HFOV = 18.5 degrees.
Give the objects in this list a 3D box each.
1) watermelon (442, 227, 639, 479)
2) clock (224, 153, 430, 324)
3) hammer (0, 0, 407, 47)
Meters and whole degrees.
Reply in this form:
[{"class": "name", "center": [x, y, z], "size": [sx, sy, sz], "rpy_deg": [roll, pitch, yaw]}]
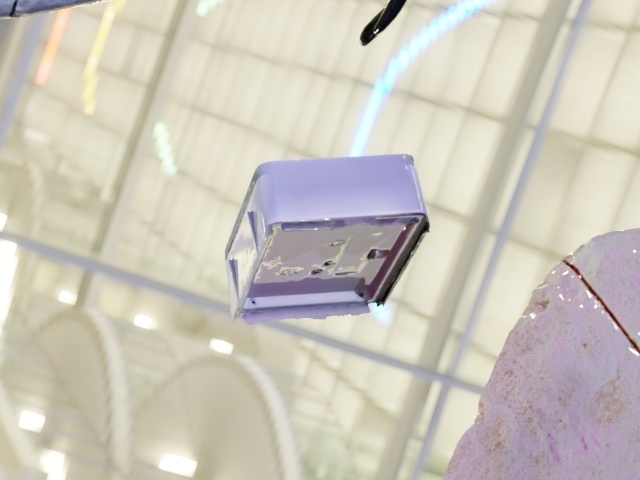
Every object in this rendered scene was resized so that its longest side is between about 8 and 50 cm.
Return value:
[{"class": "watermelon", "center": [0.277, 0.158, 1.542], "size": [0.292, 0.222, 0.319], "rpy_deg": [0, -125, 33]}, {"class": "clock", "center": [-0.001, 0.001, 1.685], "size": [0.193, 0.144, 0.073], "rpy_deg": [116, -33, -62]}, {"class": "hammer", "center": [-0.130, -0.207, 1.477], "size": [0.044, 0.426, 0.152], "rpy_deg": [147, -64, -78]}]
